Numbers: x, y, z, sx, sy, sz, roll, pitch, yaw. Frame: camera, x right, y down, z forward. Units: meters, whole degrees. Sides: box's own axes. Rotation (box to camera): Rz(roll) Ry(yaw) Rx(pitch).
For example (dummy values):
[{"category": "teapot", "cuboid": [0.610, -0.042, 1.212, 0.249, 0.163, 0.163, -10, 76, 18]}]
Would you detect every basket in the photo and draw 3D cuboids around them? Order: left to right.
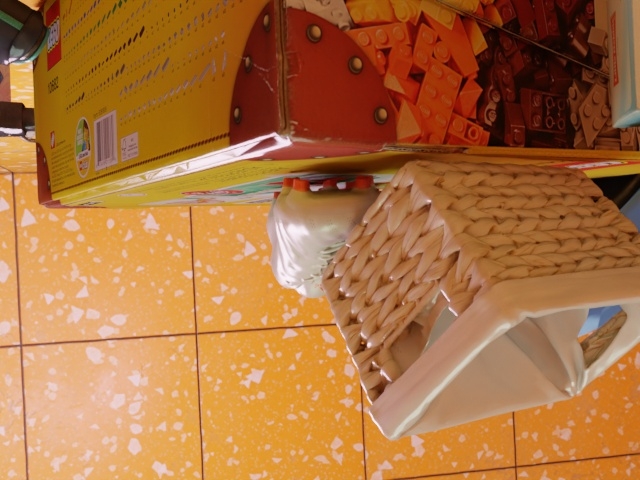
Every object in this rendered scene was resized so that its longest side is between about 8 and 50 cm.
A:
[{"category": "basket", "cuboid": [0.098, 0.027, 0.449, 0.167, 0.103, 0.113, -1, 139, -39]}]

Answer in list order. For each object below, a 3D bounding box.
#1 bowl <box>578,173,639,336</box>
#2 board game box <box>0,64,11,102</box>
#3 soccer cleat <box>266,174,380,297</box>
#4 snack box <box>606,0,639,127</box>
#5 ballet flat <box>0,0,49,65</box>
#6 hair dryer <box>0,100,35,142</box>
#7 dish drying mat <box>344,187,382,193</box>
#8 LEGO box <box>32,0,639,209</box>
[{"category": "bowl", "cuboid": [0.218, -0.077, 0.793, 0.077, 0.391, 0.391, 38, 161, -25]}, {"category": "board game box", "cuboid": [-0.545, -0.173, 0.822, 0.319, 0.065, 0.318, -3, 180, 14]}, {"category": "soccer cleat", "cuboid": [0.000, 0.000, 0.523, 0.068, 0.076, 0.196, -2, 179, -9]}, {"category": "snack box", "cuboid": [0.283, -0.151, 0.323, 0.322, 0.187, 0.060, -2, 180, 11]}, {"category": "ballet flat", "cuboid": [-0.315, -0.189, 0.734, 0.074, 0.074, 0.203, -3, -174, -41]}, {"category": "hair dryer", "cuboid": [-0.237, -0.178, 0.955, 0.294, 0.080, 0.223, -12, -173, -3]}, {"category": "dish drying mat", "cuboid": [0.029, -0.035, 0.632, 0.032, 0.008, 0.083, -2, -179, -3]}, {"category": "LEGO box", "cuboid": [0.013, -0.135, 0.651, 0.373, 0.193, 0.500, -3, 180, -31]}]
